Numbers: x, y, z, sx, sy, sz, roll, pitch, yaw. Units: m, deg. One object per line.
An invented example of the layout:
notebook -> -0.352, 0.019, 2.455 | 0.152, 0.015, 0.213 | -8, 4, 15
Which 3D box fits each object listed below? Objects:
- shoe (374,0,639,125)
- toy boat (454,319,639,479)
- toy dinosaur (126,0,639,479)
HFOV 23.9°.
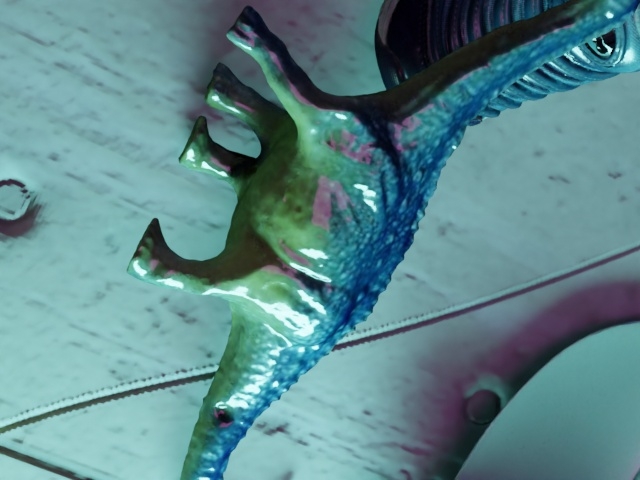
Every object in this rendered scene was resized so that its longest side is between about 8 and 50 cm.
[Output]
shoe -> 0.125, -0.117, 0.722 | 0.207, 0.106, 0.091 | -25, 107, -4
toy boat -> 0.146, 0.131, 0.809 | 0.220, 0.067, 0.291 | 36, 86, -21
toy dinosaur -> -0.007, -0.009, 0.701 | 0.147, 0.076, 0.363 | 31, 108, -5
